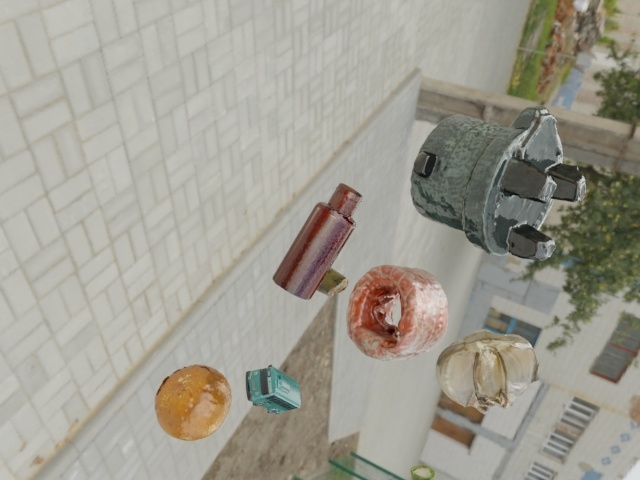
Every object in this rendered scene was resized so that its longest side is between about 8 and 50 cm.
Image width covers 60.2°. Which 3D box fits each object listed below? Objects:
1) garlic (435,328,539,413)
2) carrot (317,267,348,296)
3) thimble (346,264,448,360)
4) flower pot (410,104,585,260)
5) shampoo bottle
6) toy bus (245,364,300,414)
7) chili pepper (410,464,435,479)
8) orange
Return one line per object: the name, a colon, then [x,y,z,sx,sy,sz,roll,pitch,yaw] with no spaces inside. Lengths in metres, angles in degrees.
garlic: [0.371,0.287,1.278,0.143,0.230,0.177,-125,-152,-73]
carrot: [-0.011,0.097,1.506,0.082,0.173,0.082,-37,144,-34]
thimble: [0.187,0.182,1.384,0.162,0.239,0.239,13,98,-43]
flower pot: [0.359,-0.126,1.101,0.299,0.283,0.299,-22,126,-33]
shampoo bottle: [0.000,0.000,1.197,0.260,0.102,0.064,-59,-170,15]
toy bus: [-0.115,0.369,1.363,0.160,0.092,0.079,51,25,-53]
chili pepper: [0.133,0.438,0.871,0.050,0.052,0.201,-6,123,-51]
orange: [-0.319,0.412,1.398,0.193,0.193,0.161,-53,140,-36]
